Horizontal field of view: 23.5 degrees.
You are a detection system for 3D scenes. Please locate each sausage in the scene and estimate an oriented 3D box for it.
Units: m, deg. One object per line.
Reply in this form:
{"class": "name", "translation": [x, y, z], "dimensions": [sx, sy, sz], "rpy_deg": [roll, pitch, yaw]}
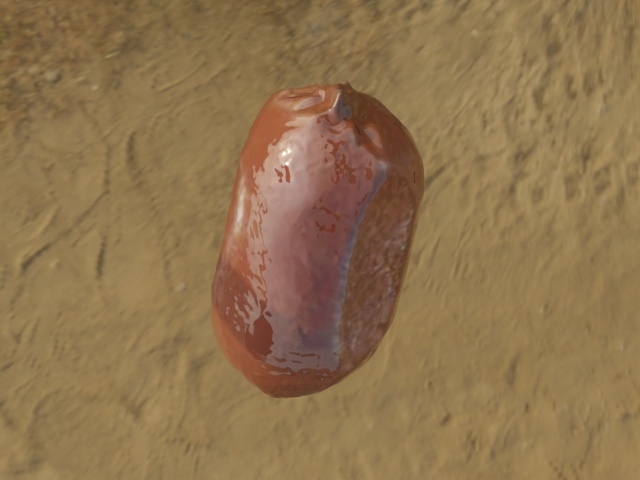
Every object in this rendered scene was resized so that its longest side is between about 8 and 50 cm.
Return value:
{"class": "sausage", "translation": [0.000, 0.000, 1.131], "dimensions": [0.148, 0.148, 0.254], "rpy_deg": [10, 117, 9]}
